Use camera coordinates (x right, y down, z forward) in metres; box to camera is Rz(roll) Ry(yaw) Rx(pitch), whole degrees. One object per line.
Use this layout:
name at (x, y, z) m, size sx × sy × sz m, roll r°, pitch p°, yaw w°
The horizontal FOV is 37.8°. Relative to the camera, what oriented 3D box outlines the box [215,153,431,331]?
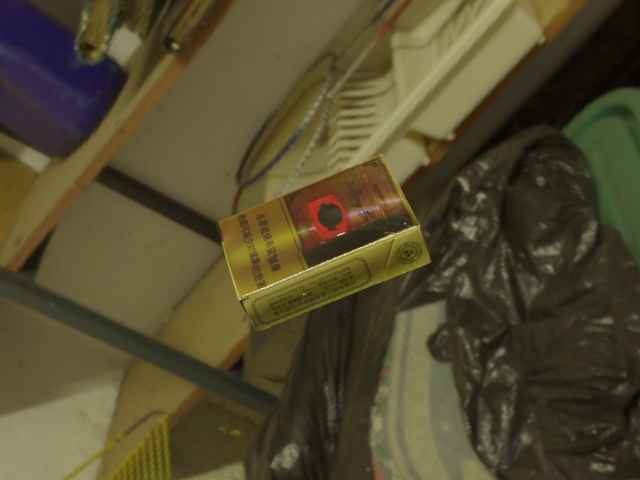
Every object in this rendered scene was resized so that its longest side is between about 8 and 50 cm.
box at (0.000, 0.000, 1.190) m, size 0.240 × 0.071 × 0.159 m, roll -22°, pitch 43°, yaw 1°
